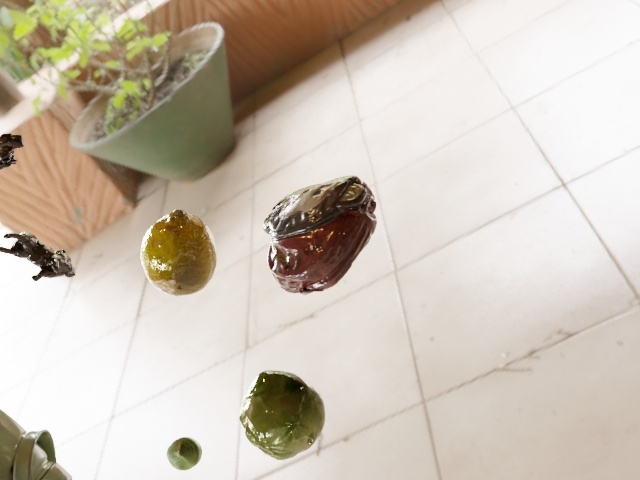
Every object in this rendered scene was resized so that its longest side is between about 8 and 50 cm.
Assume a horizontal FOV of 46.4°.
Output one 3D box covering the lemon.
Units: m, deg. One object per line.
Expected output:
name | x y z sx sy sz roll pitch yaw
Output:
lemon | -0.348 0.034 1.843 0.188 0.256 0.188 3 39 -3

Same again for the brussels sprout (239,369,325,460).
brussels sprout | -0.063 0.305 1.346 0.122 0.152 0.149 -66 30 28

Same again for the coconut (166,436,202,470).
coconut | -0.342 0.536 1.880 0.088 0.087 0.096 -36 -13 1

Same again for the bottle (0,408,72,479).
bottle | -0.684 0.505 1.629 0.229 0.352 0.229 -52 3 4

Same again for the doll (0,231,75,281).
doll | -0.564 0.033 1.522 0.057 0.139 0.165 -54 1 5

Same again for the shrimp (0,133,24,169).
shrimp | -0.628 -0.197 1.198 0.291 0.222 0.054 0 19 -3

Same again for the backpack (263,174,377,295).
backpack | -0.002 -0.001 1.277 0.229 0.139 0.229 -31 33 23
